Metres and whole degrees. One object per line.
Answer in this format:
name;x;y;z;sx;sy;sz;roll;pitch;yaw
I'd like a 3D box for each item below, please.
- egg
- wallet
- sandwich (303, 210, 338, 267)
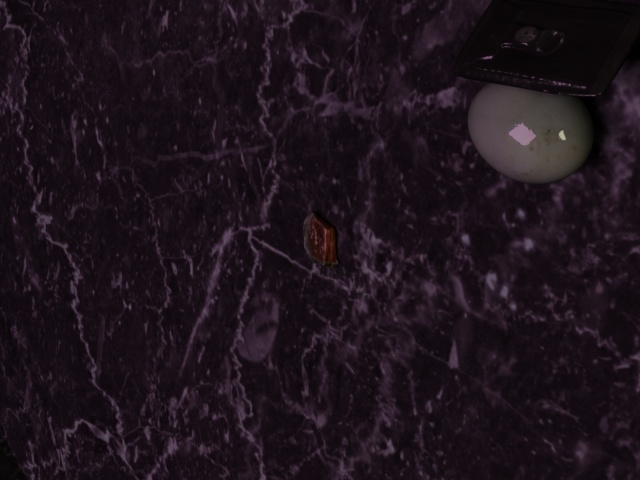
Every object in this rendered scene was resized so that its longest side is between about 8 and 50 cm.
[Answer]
egg;0.290;-0.157;1.745;0.192;0.149;0.149;34;123;39
wallet;0.310;-0.270;1.703;0.245;0.168;0.052;16;150;41
sandwich;-0.003;-0.003;2.187;0.069;0.026;0.101;2;101;48
